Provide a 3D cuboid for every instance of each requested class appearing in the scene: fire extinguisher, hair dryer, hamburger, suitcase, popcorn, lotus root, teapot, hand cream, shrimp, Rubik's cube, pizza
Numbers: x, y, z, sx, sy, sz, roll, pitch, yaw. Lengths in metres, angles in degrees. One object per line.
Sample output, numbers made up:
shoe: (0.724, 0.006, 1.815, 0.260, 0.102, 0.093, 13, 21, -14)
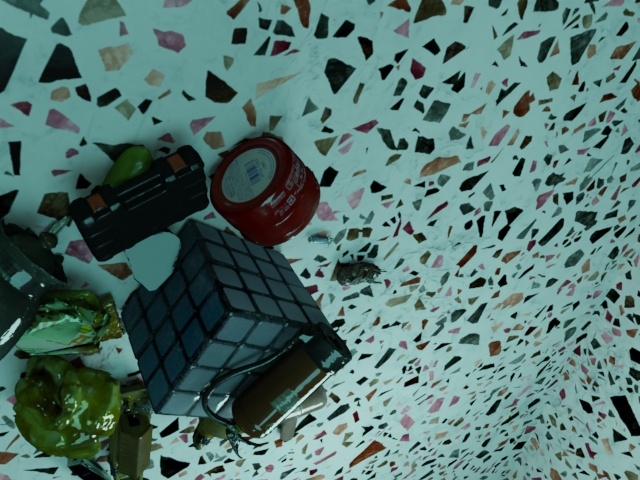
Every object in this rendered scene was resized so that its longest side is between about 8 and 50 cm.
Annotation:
fire extinguisher: (-0.120, 0.330, 1.486, 0.200, 0.113, 0.376, 44, 99, -5)
hair dryer: (-0.094, 0.619, 2.267, 0.190, 0.106, 0.344, -16, 144, -23)
hamburger: (-0.592, 0.175, 1.471, 0.214, 0.125, 0.235, -13, 144, -10)
suitcase: (-0.378, -0.076, 1.385, 0.286, 0.066, 0.206, -31, 161, -18)
popcorn: (-0.630, 0.406, 1.615, 0.277, 0.225, 0.276, -21, 138, -20)
lotus root: (-0.287, 0.512, 1.964, 0.310, 0.182, 0.183, -46, 137, 12)
teapot: (-0.672, 0.060, 1.316, 0.285, 0.305, 0.223, -43, 168, -6)
hand cream: (-0.126, -0.113, 1.468, 0.230, 0.230, 0.149, -38, 139, 3)
shrimp: (0.128, 0.101, 1.941, 0.190, 0.075, 0.073, -7, 100, -41)
Rubik's cube: (-0.236, 0.207, 1.605, 0.344, 0.337, 0.344, 20, 114, -43)
pizza: (-0.550, 0.208, 1.622, 0.131, 0.041, 0.178, 20, 114, -35)

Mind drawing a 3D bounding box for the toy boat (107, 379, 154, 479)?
toy boat: (-0.543, 0.585, 1.881, 0.136, 0.162, 0.445, -8, 131, -30)

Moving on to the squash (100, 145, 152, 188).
squash: (-0.429, -0.124, 1.386, 0.066, 0.066, 0.201, 21, 121, -43)

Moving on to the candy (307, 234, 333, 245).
candy: (0.000, 0.000, 1.799, 0.083, 0.020, 0.030, 4, 124, -34)

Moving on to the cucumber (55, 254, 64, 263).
cucumber: (-0.658, 0.085, 1.450, 0.184, 0.033, 0.036, -33, 113, -3)

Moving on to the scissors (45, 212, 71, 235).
scissors: (-0.648, 0.048, 1.414, 0.300, 0.022, 0.109, -44, 111, 3)

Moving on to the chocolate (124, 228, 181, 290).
chocolate: (-0.407, 0.033, 1.521, 0.125, 0.080, 0.148, 16, 102, -25)

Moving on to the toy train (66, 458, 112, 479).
toy train: (-0.698, 0.711, 1.985, 0.055, 0.048, 0.251, -18, 142, -4)
